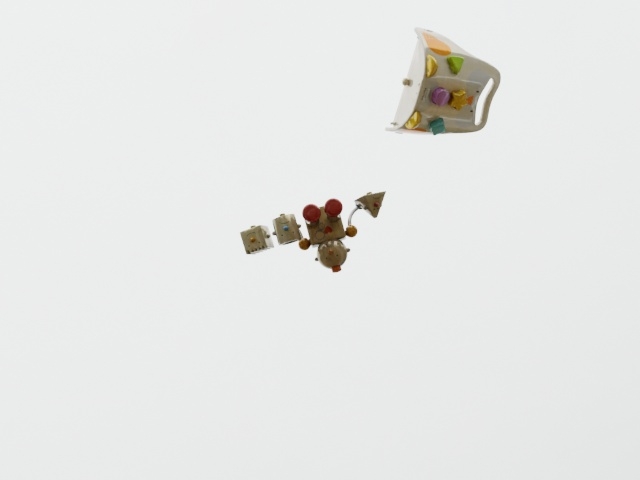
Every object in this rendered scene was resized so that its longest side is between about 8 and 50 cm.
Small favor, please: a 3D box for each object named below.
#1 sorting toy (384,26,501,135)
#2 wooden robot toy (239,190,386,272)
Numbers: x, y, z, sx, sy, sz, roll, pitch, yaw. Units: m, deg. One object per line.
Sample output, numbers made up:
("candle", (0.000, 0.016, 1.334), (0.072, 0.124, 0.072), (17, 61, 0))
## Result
("sorting toy", (0.100, -0.112, 0.922), (0.075, 0.045, 0.083), (7, -70, -26))
("wooden robot toy", (0.000, 0.000, 1.367), (0.173, 0.079, 0.076), (-16, -7, 0))
